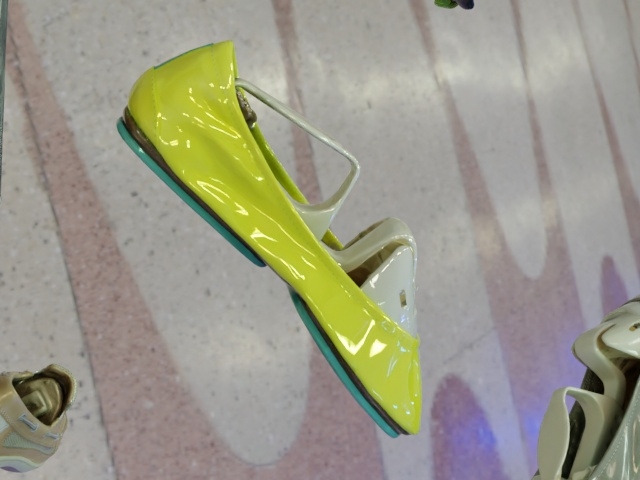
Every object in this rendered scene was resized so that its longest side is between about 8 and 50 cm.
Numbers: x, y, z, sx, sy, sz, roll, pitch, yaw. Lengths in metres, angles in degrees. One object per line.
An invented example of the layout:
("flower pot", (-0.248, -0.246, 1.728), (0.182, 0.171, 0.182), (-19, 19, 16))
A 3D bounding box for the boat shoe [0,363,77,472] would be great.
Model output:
("boat shoe", (-0.192, 0.113, 0.695), (0.068, 0.072, 0.190), (56, -2, 2))

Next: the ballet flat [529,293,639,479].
("ballet flat", (0.181, 0.094, 0.651), (0.068, 0.072, 0.213), (36, 62, -14))

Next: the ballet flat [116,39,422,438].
("ballet flat", (0.000, 0.000, 0.511), (0.231, 0.077, 0.077), (50, 6, -16))

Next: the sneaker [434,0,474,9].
("sneaker", (0.179, -0.266, 0.866), (0.097, 0.234, 0.084), (39, 50, -29))

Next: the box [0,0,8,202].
("box", (-0.310, -0.091, 0.587), (0.165, 0.270, 0.143), (2, 90, -42))
